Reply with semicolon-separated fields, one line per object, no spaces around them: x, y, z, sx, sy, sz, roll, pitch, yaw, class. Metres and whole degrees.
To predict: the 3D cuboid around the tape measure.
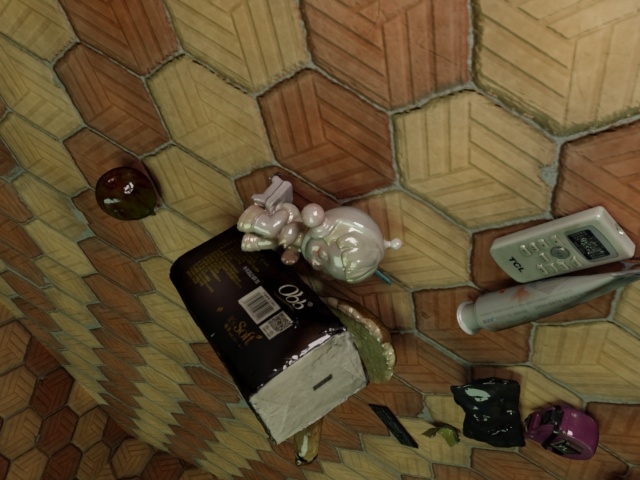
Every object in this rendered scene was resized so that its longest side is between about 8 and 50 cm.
0.474;0.378;1.189;0.118;0.074;0.125;29;149;2;tape measure

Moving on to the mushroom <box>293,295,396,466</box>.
0.047;0.262;1.198;0.207;0.302;0.233;-1;143;0;mushroom

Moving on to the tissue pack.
-0.099;0.150;1.094;0.370;0.209;0.198;45;157;44;tissue pack

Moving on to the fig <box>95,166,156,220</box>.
-0.387;-0.084;1.249;0.109;0.103;0.155;-5;152;10;fig

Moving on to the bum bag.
0.353;0.365;1.274;0.136;0.074;0.310;1;138;23;bum bag

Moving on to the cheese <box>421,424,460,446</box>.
0.293;0.472;1.491;0.083;0.042;0.060;14;154;-1;cheese

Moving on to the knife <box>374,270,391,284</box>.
0.097;0.054;1.126;0.091;0.005;0.014;38;145;-11;knife

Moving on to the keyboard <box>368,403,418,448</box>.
0.197;0.498;1.630;0.063;0.010;0.198;-2;135;43;keyboard

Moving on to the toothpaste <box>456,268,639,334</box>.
0.337;0.087;0.918;0.100;0.066;0.323;-1;164;-33;toothpaste

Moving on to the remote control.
0.331;0.012;0.860;0.087;0.029;0.190;44;146;-18;remote control

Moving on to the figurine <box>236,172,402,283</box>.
0.004;-0.002;1.023;0.256;0.144;0.182;22;126;18;figurine
